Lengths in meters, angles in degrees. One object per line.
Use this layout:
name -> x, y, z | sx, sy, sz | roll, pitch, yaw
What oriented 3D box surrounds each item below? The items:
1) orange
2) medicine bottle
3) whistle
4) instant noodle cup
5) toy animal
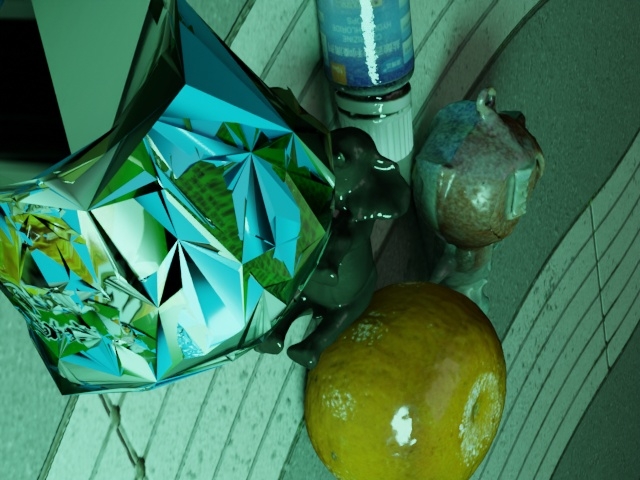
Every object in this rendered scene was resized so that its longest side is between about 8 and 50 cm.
orange -> 0.079, 0.142, 1.440 | 0.224, 0.170, 0.224 | -36, 133, -51
medicine bottle -> 0.043, -0.167, 1.349 | 0.083, 0.084, 0.203 | -52, 144, -45
whistle -> 0.161, -0.014, 1.617 | 0.142, 0.134, 0.346 | -62, 159, -51
instant noodle cup -> -0.126, -0.051, 0.897 | 0.178, 0.240, 0.240 | 52, 52, -48
toy animal -> -0.004, -0.004, 1.305 | 0.146, 0.115, 0.245 | -49, 163, -38
